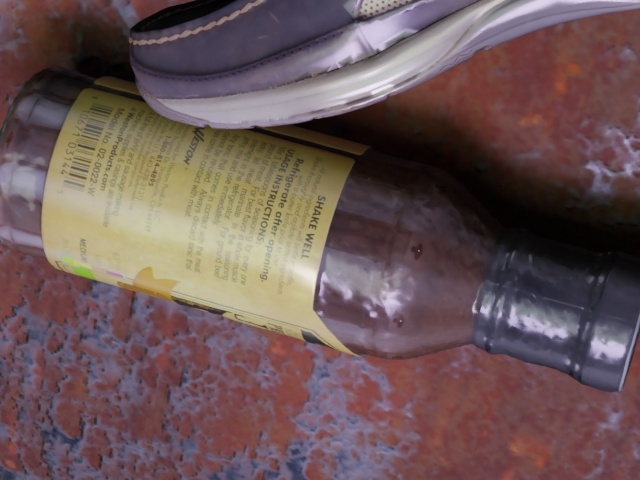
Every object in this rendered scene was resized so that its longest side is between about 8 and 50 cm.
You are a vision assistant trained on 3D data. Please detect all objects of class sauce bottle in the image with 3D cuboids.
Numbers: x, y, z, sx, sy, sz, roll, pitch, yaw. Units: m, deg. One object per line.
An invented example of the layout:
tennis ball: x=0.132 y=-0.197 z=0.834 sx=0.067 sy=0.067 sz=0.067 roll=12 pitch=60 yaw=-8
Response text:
sauce bottle: x=0.000 y=0.000 z=0.930 sx=0.344 sy=0.111 sz=0.111 roll=17 pitch=127 yaw=13

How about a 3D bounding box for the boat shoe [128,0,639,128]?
boat shoe: x=0.065 y=-0.154 z=0.806 sx=0.355 sy=0.132 sz=0.130 roll=-17 pitch=105 yaw=21
